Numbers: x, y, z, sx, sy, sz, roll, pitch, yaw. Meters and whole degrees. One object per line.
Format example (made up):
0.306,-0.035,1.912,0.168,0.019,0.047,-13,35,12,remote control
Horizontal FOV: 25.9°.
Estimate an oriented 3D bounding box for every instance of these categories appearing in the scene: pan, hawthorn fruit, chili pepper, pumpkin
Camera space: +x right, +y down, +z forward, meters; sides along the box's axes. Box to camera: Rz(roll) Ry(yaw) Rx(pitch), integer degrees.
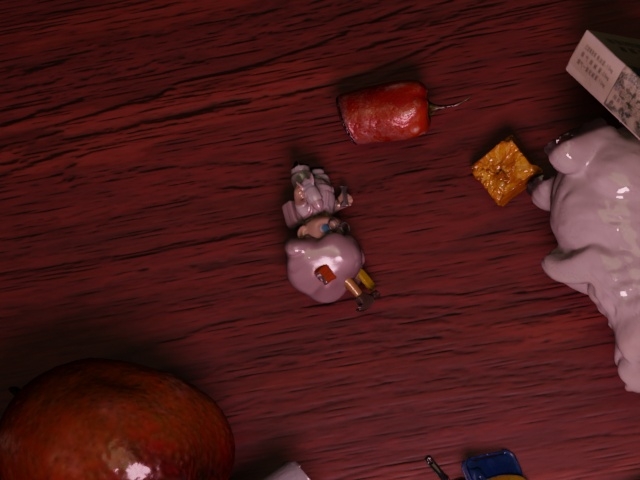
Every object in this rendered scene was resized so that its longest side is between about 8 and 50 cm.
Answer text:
0.180,0.336,1.877,0.068,0.023,0.115,-41,76,-3,pan
-0.295,0.278,1.836,0.369,0.285,0.284,25,79,35,hawthorn fruit
0.122,-0.187,1.985,0.192,0.084,0.086,-10,92,9,chili pepper
0.263,-0.099,1.962,0.083,0.054,0.074,-40,71,18,pumpkin

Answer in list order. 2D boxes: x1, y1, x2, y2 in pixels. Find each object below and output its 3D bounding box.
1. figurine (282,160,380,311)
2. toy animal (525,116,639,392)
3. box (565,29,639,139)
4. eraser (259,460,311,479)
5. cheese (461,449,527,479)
0.000,0.000,1.937,0.112,0.137,0.228,-25,68,33,figurine
0.427,0.017,1.832,0.258,0.194,0.357,-25,69,-4,toy animal
0.467,-0.180,1.854,0.256,0.164,0.069,54,129,40,box
-0.093,0.413,1.785,0.227,0.081,0.174,-31,113,-29,eraser
0.267,0.401,1.814,0.177,0.069,0.270,-8,59,-29,cheese
